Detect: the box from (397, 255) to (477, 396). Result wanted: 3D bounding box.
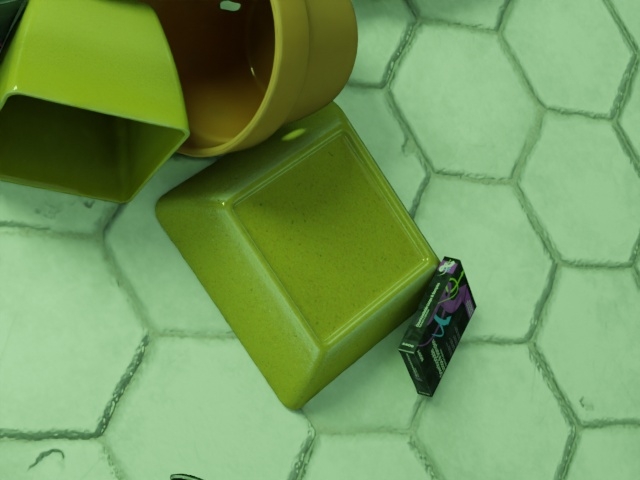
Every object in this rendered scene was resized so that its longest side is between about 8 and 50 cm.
[{"bbox_3d":[0.163,0.120,1.677,0.162,0.029,0.116,-59,146,-26],"label":"box"}]

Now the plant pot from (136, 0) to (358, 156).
[{"bbox_3d":[-0.089,-0.257,1.546,0.203,0.291,0.291,-10,81,-47],"label":"plant pot"}]

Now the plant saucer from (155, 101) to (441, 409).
[{"bbox_3d":[0.000,0.000,1.626,0.333,0.081,0.333,-36,95,-31],"label":"plant saucer"}]

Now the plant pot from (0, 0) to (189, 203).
[{"bbox_3d":[-0.290,-0.186,1.448,0.212,0.212,0.187,11,64,-27],"label":"plant pot"}]

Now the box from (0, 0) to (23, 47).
[{"bbox_3d":[-0.482,-0.339,1.391,0.165,0.143,0.270,-23,81,-34],"label":"box"}]

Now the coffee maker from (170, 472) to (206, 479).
[{"bbox_3d":[-0.149,0.367,1.282,0.171,0.120,0.178,50,57,-10],"label":"coffee maker"}]
